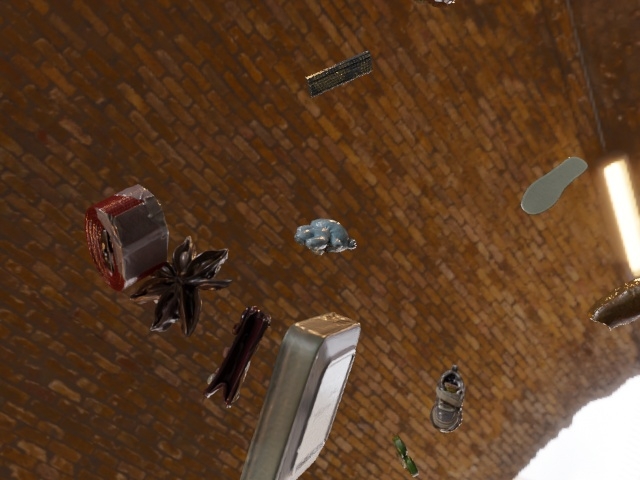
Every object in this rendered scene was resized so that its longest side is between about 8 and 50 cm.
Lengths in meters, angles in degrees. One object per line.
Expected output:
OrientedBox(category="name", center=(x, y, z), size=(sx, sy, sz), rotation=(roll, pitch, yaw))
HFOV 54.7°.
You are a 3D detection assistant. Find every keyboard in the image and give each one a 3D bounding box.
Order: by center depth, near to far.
OrientedBox(category="keyboard", center=(0.048, -0.407, 1.514), size=(0.176, 0.014, 0.055), rotation=(-26, -45, -10))

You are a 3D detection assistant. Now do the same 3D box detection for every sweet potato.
OrientedBox(category="sweet potato", center=(0.637, 0.108, 1.215), size=(0.243, 0.077, 0.077), rotation=(-24, -66, -1))

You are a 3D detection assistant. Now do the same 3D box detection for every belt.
OrientedBox(category="belt", center=(-0.350, -0.008, 1.144), size=(0.124, 0.128, 0.201), rotation=(-33, -26, -36))

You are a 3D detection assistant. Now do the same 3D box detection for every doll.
OrientedBox(category="doll", center=(-0.002, 0.004, 1.352), size=(0.179, 0.120, 0.075), rotation=(-29, -32, -60))

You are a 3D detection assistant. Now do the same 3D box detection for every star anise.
OrientedBox(category="star anise", center=(-0.280, 0.084, 1.226), size=(0.212, 0.196, 0.073), rotation=(-54, -27, -19))

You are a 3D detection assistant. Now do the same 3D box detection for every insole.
OrientedBox(category="insole", center=(0.380, -0.091, 1.007), size=(0.152, 0.053, 0.002), rotation=(-36, -32, -18))

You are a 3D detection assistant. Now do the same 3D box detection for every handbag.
OrientedBox(category="handbag", center=(-0.177, 0.247, 1.352), size=(0.074, 0.203, 0.216), rotation=(24, -96, -1))

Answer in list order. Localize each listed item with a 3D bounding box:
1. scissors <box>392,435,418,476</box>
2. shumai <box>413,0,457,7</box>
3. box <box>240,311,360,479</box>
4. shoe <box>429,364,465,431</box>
OrientedBox(category="scissors", center=(0.211, 0.551, 1.571), size=(0.027, 0.101, 0.204), rotation=(-25, -21, -6))
OrientedBox(category="shumai", center=(0.289, -0.655, 1.304), size=(0.345, 0.217, 0.283), rotation=(3, -79, -9))
OrientedBox(category="box", center=(-0.034, 0.380, 1.472), size=(0.396, 0.111, 0.397), rotation=(4, -76, -72))
OrientedBox(category="shoe", center=(0.352, 0.425, 1.677), size=(0.092, 0.089, 0.180), rotation=(92, -164, -48))
